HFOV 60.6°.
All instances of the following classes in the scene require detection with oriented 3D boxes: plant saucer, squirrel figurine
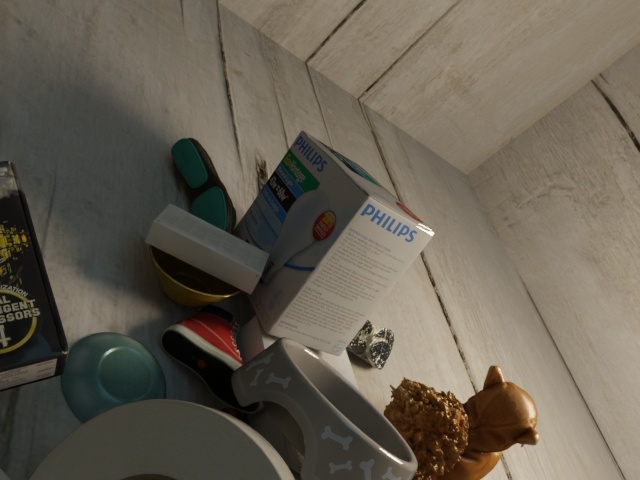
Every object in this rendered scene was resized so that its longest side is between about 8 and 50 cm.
[{"bbox_3d":[-0.346,0.239,0.954,0.195,0.037,0.195,35,32,-26],"label":"plant saucer"},{"bbox_3d":[0.304,0.455,1.260,0.396,0.370,0.281,20,42,-42],"label":"squirrel figurine"}]

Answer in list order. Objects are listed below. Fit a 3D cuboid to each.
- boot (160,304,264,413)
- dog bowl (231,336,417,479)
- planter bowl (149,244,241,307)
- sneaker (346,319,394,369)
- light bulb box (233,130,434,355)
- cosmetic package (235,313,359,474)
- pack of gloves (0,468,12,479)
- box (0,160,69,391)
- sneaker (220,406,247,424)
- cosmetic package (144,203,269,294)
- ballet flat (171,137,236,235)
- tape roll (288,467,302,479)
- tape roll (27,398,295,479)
[{"bbox_3d":[-0.177,0.227,1.111,0.244,0.088,0.176,37,25,12],"label":"boot"},{"bbox_3d":[0.016,0.300,0.914,0.348,0.102,0.349,41,0,0],"label":"dog bowl"},{"bbox_3d":[-0.270,0.078,1.160,0.217,0.090,0.217,25,24,-12],"label":"planter bowl"},{"bbox_3d":[0.105,0.258,1.478,0.283,0.122,0.110,45,66,-49],"label":"sneaker"},{"bbox_3d":[0.000,0.000,1.272,0.225,0.361,0.358,25,17,-37],"label":"light bulb box"},{"bbox_3d":[-0.022,0.363,1.160,0.284,0.097,0.377,29,30,-40],"label":"cosmetic package"},{"bbox_3d":[-0.511,0.285,0.667,0.232,0.046,0.195,50,29,0],"label":"pack of gloves"},{"bbox_3d":[-0.559,0.067,0.678,0.394,0.097,0.318,-11,63,-35],"label":"box"},{"bbox_3d":[-0.223,0.359,0.923,0.135,0.097,0.276,51,31,-5],"label":"sneaker"},{"bbox_3d":[-0.230,0.017,1.135,0.238,0.061,0.099,28,23,-6],"label":"cosmetic package"},{"bbox_3d":[-0.279,-0.109,1.388,0.343,0.116,0.124,61,12,25],"label":"ballet flat"},{"bbox_3d":[-0.113,0.438,0.789,0.169,0.246,0.246,22,23,19],"label":"tape roll"},{"bbox_3d":[-0.200,0.391,0.653,0.072,0.391,0.392,64,2,-65],"label":"tape roll"}]
